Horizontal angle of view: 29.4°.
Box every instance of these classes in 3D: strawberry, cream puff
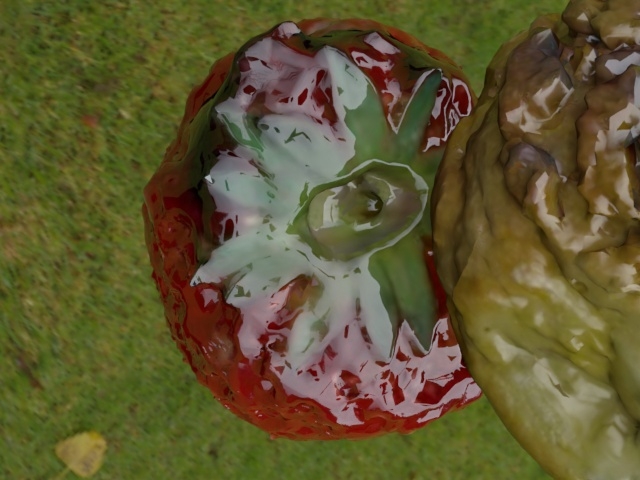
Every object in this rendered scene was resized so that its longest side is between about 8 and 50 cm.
[{"bbox_3d":[0.011,-0.005,0.873,0.291,0.310,0.292,0,93,2],"label":"strawberry"},{"bbox_3d":[0.227,0.004,0.651,0.327,0.231,0.343,11,56,-25],"label":"cream puff"}]
